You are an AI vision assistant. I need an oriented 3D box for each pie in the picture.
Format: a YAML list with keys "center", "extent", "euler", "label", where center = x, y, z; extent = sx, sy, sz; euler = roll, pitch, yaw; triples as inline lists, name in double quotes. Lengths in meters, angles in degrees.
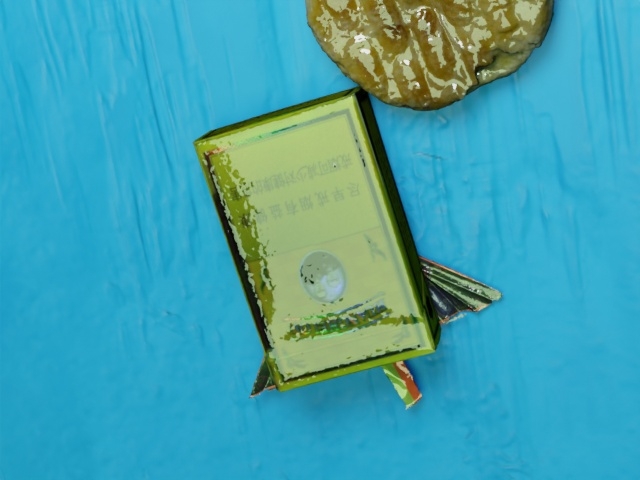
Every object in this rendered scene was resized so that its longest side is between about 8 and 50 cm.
- center: [0.084, -0.188, 1.027]
  extent: [0.195, 0.046, 0.195]
  euler: [4, 109, 13]
  label: "pie"

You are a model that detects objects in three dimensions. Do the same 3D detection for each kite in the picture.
- center: [0.030, 0.065, 1.147]
  extent: [0.241, 0.014, 0.183]
  euler: [-28, 98, 15]
  label: "kite"

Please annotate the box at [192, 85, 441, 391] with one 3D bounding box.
- center: [0.000, 0.000, 1.095]
  extent: [0.141, 0.064, 0.220]
  euler: [-15, 103, 13]
  label: "box"
